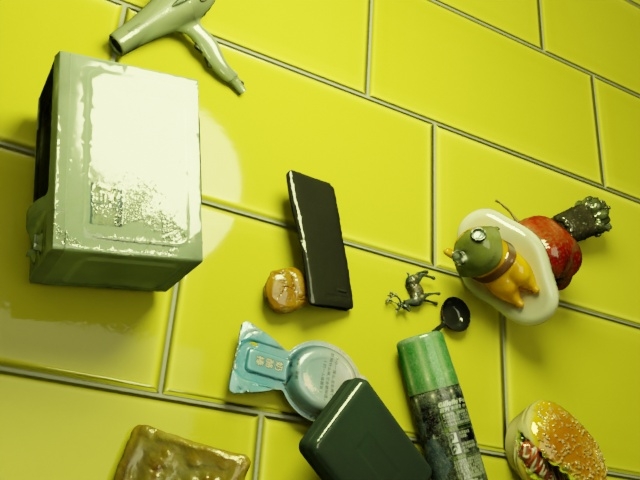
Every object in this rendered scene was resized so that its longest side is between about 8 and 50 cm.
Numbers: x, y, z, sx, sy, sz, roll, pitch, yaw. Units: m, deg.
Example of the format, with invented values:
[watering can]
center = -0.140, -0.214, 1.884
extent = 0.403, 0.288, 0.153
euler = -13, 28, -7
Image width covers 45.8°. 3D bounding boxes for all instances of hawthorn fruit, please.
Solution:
[hawthorn fruit]
center = 0.430, 0.009, 1.536
extent = 0.162, 0.162, 0.203
euler = 5, 49, -29

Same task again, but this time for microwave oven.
[microwave oven]
center = -0.302, -0.087, 1.110
extent = 0.237, 0.181, 0.295
euler = 7, 67, -30

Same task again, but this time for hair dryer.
[hair dryer]
center = -0.256, -0.344, 1.326
extent = 0.219, 0.088, 0.225
euler = -20, 96, -28

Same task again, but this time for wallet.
[wallet]
center = 0.001, 0.000, 1.319
extent = 0.124, 0.025, 0.244
euler = 14, 61, -51

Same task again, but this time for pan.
[pan]
center = 0.236, 0.150, 1.421
extent = 0.115, 0.023, 0.068
euler = -29, 87, -38

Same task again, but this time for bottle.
[bottle]
center = 0.214, 0.323, 1.294
extent = 0.093, 0.093, 0.330
euler = -5, 73, -32

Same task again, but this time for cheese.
[cheese]
center = -0.028, 0.218, 1.222
extent = 0.244, 0.052, 0.135
euler = 21, 60, -22

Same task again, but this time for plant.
[plant]
center = 0.571, -0.040, 1.660
extent = 0.143, 0.092, 0.094
euler = -23, 75, -27

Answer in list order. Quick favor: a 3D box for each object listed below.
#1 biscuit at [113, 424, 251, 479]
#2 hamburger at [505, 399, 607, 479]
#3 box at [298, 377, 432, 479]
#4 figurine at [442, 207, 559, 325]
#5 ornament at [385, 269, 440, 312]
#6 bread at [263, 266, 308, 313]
[biscuit]
center = -0.201, 0.350, 1.036
extent = 0.183, 0.039, 0.174
euler = 11, 58, 4
[hamburger]
center = 0.434, 0.393, 1.380
extent = 0.210, 0.116, 0.173
euler = 39, 53, -11
[box]
center = 0.076, 0.346, 1.197
extent = 0.160, 0.050, 0.230
euler = -48, 113, -34
[figurine]
center = 0.333, 0.050, 1.398
extent = 0.250, 0.166, 0.141
euler = 48, 15, 16
[ornament]
center = 0.167, 0.094, 1.403
extent = 0.125, 0.028, 0.073
euler = -9, 75, -35
[bread]
center = -0.057, 0.084, 1.265
extent = 0.083, 0.046, 0.081
euler = 19, 64, -24
